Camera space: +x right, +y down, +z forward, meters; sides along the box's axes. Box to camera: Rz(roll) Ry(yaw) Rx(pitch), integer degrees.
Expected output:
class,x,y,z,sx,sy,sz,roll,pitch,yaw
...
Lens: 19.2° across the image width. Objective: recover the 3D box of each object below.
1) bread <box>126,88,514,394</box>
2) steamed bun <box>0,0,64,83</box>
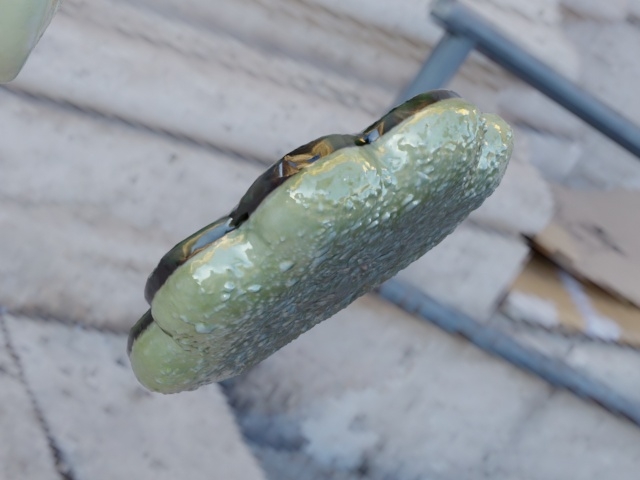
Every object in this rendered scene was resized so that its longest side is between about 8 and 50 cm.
class,x,y,z,sx,sy,sz,roll,pitch,yaw
bread,0.000,0.000,1.156,0.056,0.286,0.207,54,-3,16
steamed bun,-0.279,-0.348,1.239,0.371,0.456,0.290,11,-17,-9
